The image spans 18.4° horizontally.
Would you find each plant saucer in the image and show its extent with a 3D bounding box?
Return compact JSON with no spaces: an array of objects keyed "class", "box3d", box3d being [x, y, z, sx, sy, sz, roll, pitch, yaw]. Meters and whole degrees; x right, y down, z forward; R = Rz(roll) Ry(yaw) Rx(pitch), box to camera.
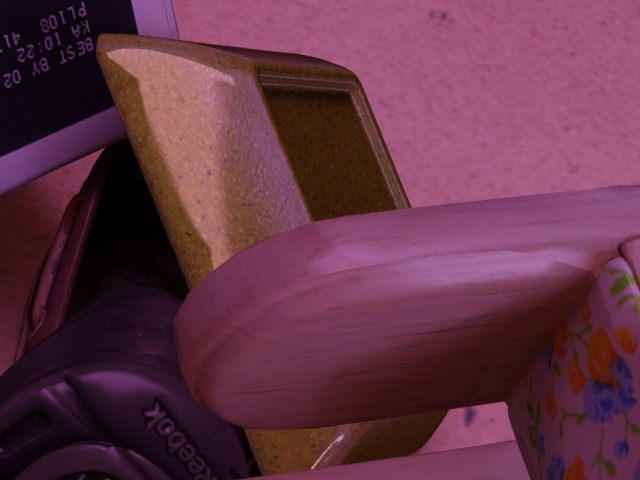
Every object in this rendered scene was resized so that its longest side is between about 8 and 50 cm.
[{"class":"plant saucer","box3d":[0.000,0.000,0.780,0.188,0.045,0.188,68,19,4]}]

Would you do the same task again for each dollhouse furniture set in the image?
[{"class":"dollhouse furniture set","box3d":[-0.005,0.242,0.445,0.256,0.394,0.362,-6,62,-20]}]

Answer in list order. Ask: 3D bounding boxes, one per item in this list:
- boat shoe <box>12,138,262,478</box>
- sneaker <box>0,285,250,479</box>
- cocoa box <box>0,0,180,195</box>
[{"class":"boat shoe","box3d":[-0.074,0.099,0.741,0.123,0.123,0.342,9,49,-7]},{"class":"sneaker","box3d":[-0.115,0.132,0.634,0.109,0.286,0.130,39,19,-13]},{"class":"cocoa box","box3d":[-0.268,-0.108,0.747,0.347,0.231,0.228,-28,30,-32]}]
